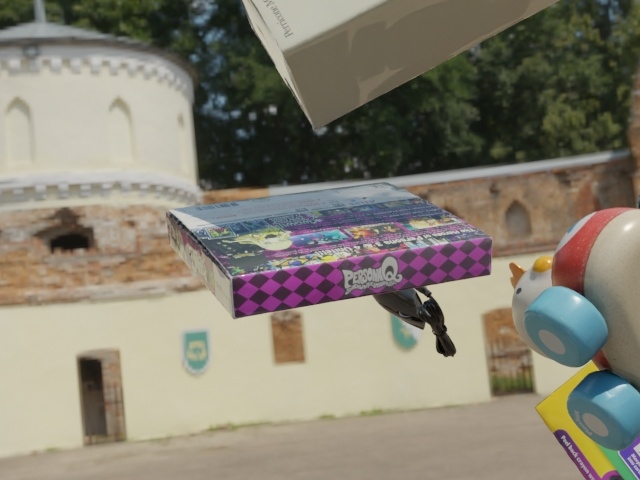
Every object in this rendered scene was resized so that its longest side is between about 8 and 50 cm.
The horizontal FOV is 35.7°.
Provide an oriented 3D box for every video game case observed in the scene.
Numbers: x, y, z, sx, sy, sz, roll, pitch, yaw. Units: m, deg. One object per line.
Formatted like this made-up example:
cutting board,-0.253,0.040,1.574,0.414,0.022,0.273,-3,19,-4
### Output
video game case,0.000,0.000,0.883,0.232,0.042,0.210,-9,19,-21

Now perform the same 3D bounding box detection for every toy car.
toy car,0.264,0.057,1.018,0.219,0.210,0.238,-42,26,-21

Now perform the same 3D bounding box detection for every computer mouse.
computer mouse,0.138,0.095,1.775,0.060,0.262,0.184,-34,-38,-8

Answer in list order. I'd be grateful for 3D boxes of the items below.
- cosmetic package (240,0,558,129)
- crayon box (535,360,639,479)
cosmetic package,0.086,-0.251,0.887,0.309,0.160,0.113,-28,-33,-3
crayon box,0.563,0.307,1.519,0.313,0.363,0.106,-42,-36,13
